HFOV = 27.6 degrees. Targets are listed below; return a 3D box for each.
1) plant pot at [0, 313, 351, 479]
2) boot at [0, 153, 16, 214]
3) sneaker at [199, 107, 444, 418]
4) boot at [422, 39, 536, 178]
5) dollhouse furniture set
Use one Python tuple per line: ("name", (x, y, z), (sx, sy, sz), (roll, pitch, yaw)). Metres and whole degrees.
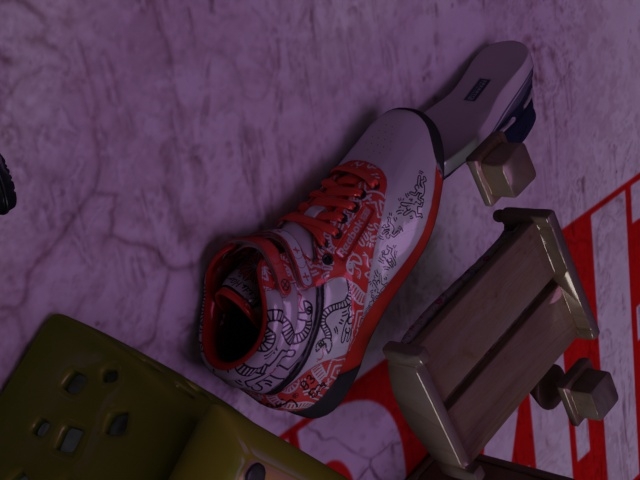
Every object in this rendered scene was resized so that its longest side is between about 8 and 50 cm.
("plant pot", (-0.104, 0.210, 0.884), (0.227, 0.207, 0.228), (40, 72, -46))
("boot", (-0.245, -0.046, 0.769), (0.099, 0.045, 0.121), (-41, 122, -34))
("sneaker", (0.001, 0.001, 1.018), (0.145, 0.090, 0.270), (29, 83, -50))
("boot", (0.136, -0.089, 1.154), (0.190, 0.069, 0.086), (-46, 137, -29))
("dollhouse furniture set", (0.081, 0.135, 1.119), (0.303, 0.174, 0.355), (-42, 121, -32))
